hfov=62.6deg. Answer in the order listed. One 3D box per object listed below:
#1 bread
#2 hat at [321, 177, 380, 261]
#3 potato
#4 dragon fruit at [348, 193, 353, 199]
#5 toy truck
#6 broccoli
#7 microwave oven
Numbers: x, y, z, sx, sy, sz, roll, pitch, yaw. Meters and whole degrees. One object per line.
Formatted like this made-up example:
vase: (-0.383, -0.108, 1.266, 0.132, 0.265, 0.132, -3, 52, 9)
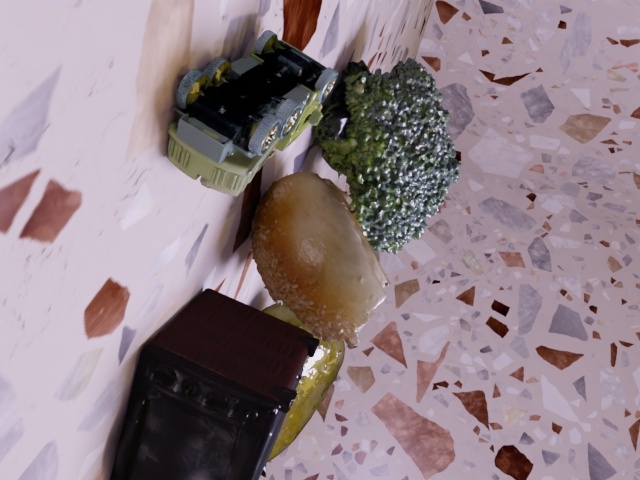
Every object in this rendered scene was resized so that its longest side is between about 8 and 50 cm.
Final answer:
bread: (-0.018, 0.003, 0.772, 0.314, 0.171, 0.192, -118, -176, -61)
hat: (0.000, 0.000, 1.141, 0.130, 0.257, 0.257, -32, -166, 29)
potato: (-0.100, 0.302, 1.122, 0.359, 0.219, 0.270, -60, 164, -8)
dragon fruit: (0.080, -0.022, 1.614, 0.227, 0.224, 0.224, -46, 158, -70)
toy truck: (-0.064, -0.107, 0.486, 0.116, 0.085, 0.191, -60, 178, 40)
broccoli: (0.126, -0.182, 1.049, 0.277, 0.317, 0.338, -23, 140, -16)
microwave oven: (-0.132, 0.221, 0.660, 0.188, 0.178, 0.247, -60, 171, -68)
